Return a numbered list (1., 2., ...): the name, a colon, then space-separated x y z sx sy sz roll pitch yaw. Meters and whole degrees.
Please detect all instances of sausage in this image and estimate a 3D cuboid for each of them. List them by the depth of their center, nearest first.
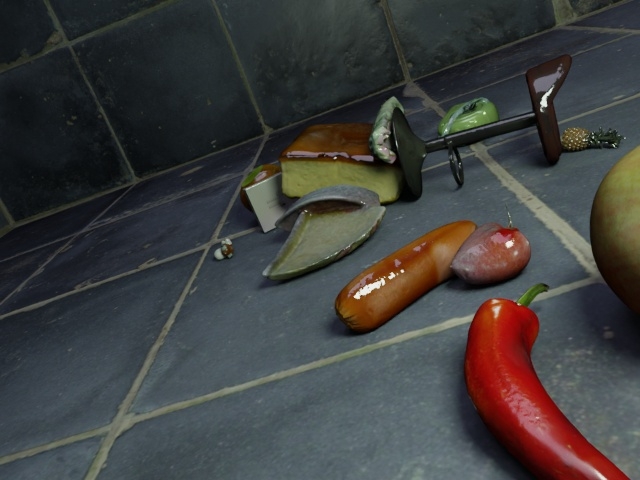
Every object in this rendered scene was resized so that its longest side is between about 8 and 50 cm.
1. sausage: 0.150 0.054 0.985 0.300 0.089 0.083 -29 15 -21

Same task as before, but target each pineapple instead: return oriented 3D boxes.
1. pineapple: 0.603 -0.222 1.296 0.058 0.058 0.124 -32 29 -28

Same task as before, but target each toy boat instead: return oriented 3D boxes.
1. toy boat: 0.019 -0.021 1.316 0.276 0.111 0.293 -17 33 11

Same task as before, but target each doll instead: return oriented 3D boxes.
1. doll: -0.250 0.022 1.549 0.058 0.040 0.085 -23 18 27

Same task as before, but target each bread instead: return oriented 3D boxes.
1. bread: 0.079 -0.217 1.572 0.324 0.143 0.333 4 26 10

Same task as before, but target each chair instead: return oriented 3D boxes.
1. chair: 0.385 -0.255 1.335 0.401 0.226 0.226 -14 21 21

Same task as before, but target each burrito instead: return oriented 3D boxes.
1. burrito: 0.165 -0.274 1.435 0.066 0.096 0.309 -10 27 19

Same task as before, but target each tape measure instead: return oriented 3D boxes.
1. tape measure: 0.429 -0.346 1.701 0.175 0.106 0.200 -9 25 40

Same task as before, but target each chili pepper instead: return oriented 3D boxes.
1. chili pepper: 0.232 0.161 0.658 0.137 0.092 0.368 0 30 5

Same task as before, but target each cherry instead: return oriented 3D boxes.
1. cherry: 0.277 0.021 0.944 0.126 0.087 0.106 -35 22 19

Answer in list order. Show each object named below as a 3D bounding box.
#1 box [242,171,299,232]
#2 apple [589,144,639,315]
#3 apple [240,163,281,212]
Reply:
1. box: -0.128 -0.109 1.619 0.129 0.130 0.051 -26 15 -13
2. apple: 0.436 -0.008 0.647 0.257 0.256 0.234 -24 -13 -7
3. apple: -0.153 -0.143 1.717 0.163 0.146 0.147 -50 25 -6
